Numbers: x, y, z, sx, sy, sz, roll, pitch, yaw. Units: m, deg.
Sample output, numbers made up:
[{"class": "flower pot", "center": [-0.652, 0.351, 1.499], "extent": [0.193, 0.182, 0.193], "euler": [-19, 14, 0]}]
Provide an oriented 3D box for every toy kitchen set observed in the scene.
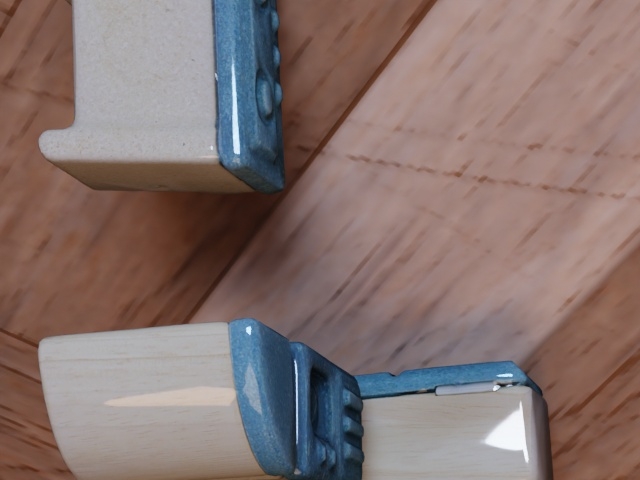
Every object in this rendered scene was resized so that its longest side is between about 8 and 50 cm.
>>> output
[{"class": "toy kitchen set", "center": [0.000, 0.000, 0.629], "extent": [0.122, 0.166, 0.207], "euler": [-5, 168, 12]}]
